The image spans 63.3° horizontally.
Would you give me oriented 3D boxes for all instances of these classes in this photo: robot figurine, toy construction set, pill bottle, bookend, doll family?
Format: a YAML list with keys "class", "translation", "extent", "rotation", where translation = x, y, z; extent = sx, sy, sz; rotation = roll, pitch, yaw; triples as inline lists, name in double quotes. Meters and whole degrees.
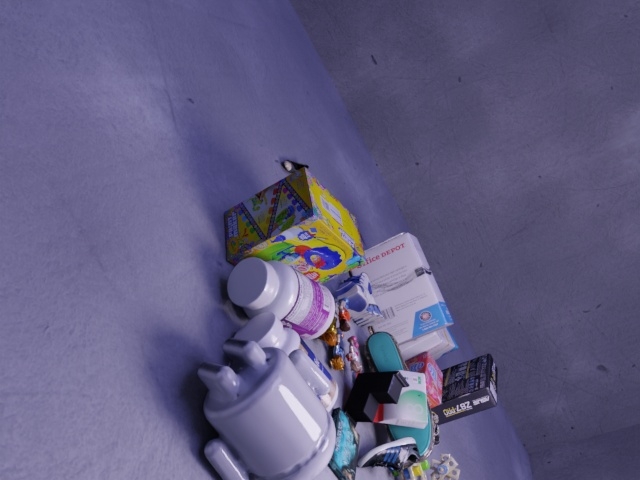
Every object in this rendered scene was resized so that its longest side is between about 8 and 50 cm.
- class: "robot figurine"
  translation: [-0.100, 0.364, 1.072]
  extent: [0.300, 0.200, 0.353]
  rotation: [-41, 109, -27]
- class: "toy construction set"
  translation: [0.346, 0.808, 1.718]
  extent: [0.328, 0.151, 0.215]
  rotation: [20, 46, -47]
- class: "pill bottle"
  translation: [-0.086, 0.306, 1.245]
  extent: [0.264, 0.153, 0.153]
  rotation: [54, 23, -22]
- class: "pill bottle"
  translation: [-0.102, 0.151, 1.366]
  extent: [0.301, 0.169, 0.169]
  rotation: [35, 35, -51]
- class: "bookend"
  translation: [0.169, 0.483, 1.577]
  extent: [0.072, 0.157, 0.156]
  rotation: [54, 42, -24]
- class: "doll family"
  translation: [0.055, 0.323, 1.658]
  extent: [0.163, 0.118, 0.263]
  rotation: [-88, 164, -62]

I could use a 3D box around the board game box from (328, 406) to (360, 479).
- class: "board game box"
  translation: [0.064, 0.579, 1.458]
  extent: [0.126, 0.026, 0.186]
  rotation: [57, 22, -17]

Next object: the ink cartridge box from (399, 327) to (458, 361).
- class: "ink cartridge box"
  translation: [0.445, 0.418, 2.288]
  extent: [0.270, 0.198, 0.197]
  rotation: [30, 32, -57]

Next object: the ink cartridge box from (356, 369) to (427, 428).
- class: "ink cartridge box"
  translation: [0.225, 0.498, 1.666]
  extent: [0.181, 0.225, 0.056]
  rotation: [-81, -179, -49]

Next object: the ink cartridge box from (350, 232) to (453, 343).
- class: "ink cartridge box"
  translation: [0.321, 0.205, 2.107]
  extent: [0.166, 0.285, 0.394]
  rotation: [18, 49, -64]

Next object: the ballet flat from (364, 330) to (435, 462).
- class: "ballet flat"
  translation: [0.274, 0.545, 1.800]
  extent: [0.182, 0.164, 0.482]
  rotation: [76, -3, -49]

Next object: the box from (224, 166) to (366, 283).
- class: "box"
  translation: [-0.070, -0.009, 1.472]
  extent: [0.290, 0.279, 0.177]
  rotation: [39, 32, -47]

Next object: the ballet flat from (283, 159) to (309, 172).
- class: "ballet flat"
  translation: [-0.100, -0.297, 2.060]
  extent: [0.057, 0.049, 0.173]
  rotation: [65, 21, 6]

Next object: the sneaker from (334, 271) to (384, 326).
- class: "sneaker"
  translation: [0.124, 0.198, 1.939]
  extent: [0.315, 0.127, 0.182]
  rotation: [45, 23, -56]

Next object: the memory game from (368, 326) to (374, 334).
- class: "memory game"
  translation: [0.224, 0.342, 2.139]
  extent: [0.186, 0.012, 0.186]
  rotation: [49, 26, -34]

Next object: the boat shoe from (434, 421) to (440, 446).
- class: "boat shoe"
  translation: [0.426, 0.748, 2.042]
  extent: [0.219, 0.070, 0.077]
  rotation: [47, 43, -32]

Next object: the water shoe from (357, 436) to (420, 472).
- class: "water shoe"
  translation: [0.208, 0.642, 1.530]
  extent: [0.203, 0.073, 0.080]
  rotation: [-10, 53, -26]

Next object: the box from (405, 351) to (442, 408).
- class: "box"
  translation: [0.391, 0.554, 2.031]
  extent: [0.122, 0.128, 0.257]
  rotation: [59, 19, -2]

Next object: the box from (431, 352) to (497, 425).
- class: "box"
  translation: [0.601, 0.643, 2.253]
  extent: [0.097, 0.318, 0.395]
  rotation: [65, 20, 0]
